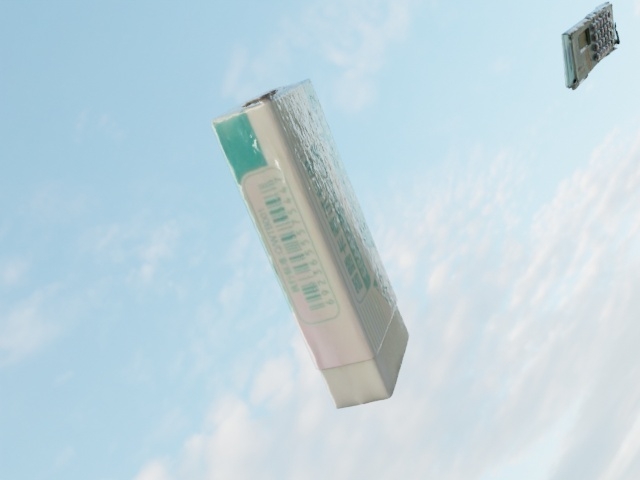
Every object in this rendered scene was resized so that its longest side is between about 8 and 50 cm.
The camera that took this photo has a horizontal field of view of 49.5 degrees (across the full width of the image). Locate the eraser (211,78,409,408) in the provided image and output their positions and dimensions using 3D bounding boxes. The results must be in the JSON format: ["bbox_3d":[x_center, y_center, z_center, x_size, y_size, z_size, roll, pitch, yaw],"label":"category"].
[{"bbox_3d":[0.000,0.000,0.503,0.225,0.052,0.095,67,-158,-15],"label":"eraser"}]

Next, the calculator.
[{"bbox_3d":[0.272,-0.198,0.697,0.172,0.018,0.057,-38,-62,-47],"label":"calculator"}]
